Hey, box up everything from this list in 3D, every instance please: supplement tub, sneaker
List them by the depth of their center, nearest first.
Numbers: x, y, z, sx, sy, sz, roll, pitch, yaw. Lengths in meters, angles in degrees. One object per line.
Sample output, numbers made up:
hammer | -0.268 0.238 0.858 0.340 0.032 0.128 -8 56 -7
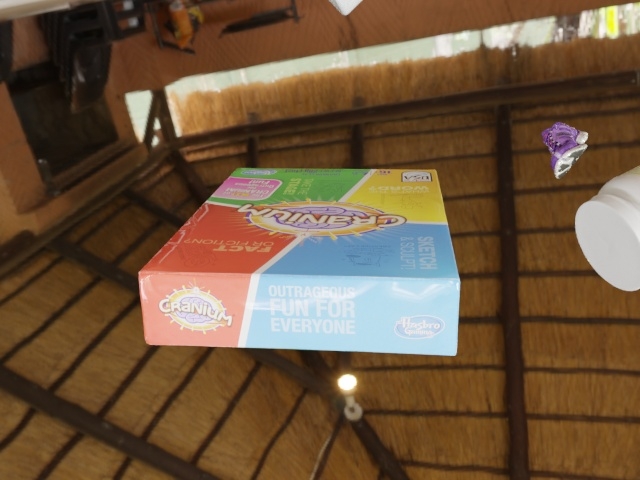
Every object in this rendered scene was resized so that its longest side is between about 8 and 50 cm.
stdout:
sneaker | 0.405 -0.159 1.096 0.071 0.068 0.170 35 -149 6
supplement tub | 0.717 -0.056 1.309 0.324 0.236 0.235 -25 -155 -10

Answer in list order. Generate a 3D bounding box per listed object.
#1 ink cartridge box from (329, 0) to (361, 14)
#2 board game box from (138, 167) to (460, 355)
ink cartridge box | 0.075 -0.410 0.496 0.384 0.160 0.279 -40 -138 13
board game box | 0.000 0.000 0.620 0.242 0.064 0.316 1 -159 6
